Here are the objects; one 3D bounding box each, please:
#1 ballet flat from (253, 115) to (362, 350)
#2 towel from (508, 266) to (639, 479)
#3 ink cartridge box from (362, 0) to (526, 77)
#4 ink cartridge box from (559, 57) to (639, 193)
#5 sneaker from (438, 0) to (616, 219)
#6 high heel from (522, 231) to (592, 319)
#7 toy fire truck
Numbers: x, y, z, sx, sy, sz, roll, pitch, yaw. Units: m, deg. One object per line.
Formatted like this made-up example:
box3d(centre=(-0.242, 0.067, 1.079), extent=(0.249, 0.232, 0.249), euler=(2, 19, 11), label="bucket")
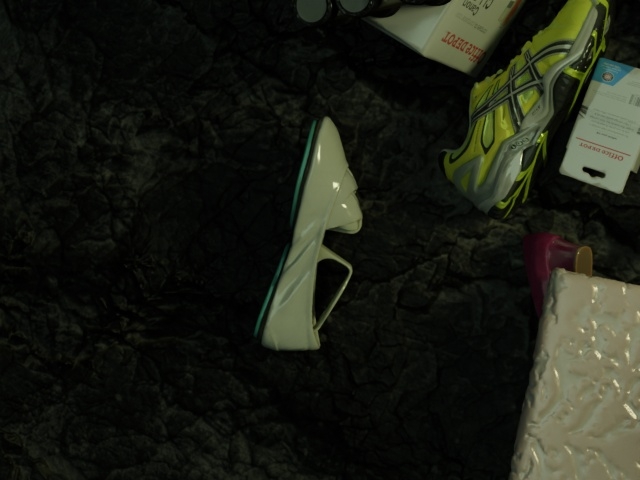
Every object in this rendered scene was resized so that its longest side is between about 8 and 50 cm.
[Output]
box3d(centre=(0.000, 0.000, 1.757), extent=(0.139, 0.139, 0.400), euler=(20, 103, 23), label="ballet flat")
box3d(centre=(0.453, 0.229, 1.523), extent=(0.317, 0.053, 0.331), euler=(11, 89, 8), label="towel")
box3d(centre=(0.234, -0.448, 1.555), extent=(0.160, 0.279, 0.384), euler=(38, 105, 19), label="ink cartridge box")
box3d(centre=(0.434, -0.167, 1.581), extent=(0.104, 0.060, 0.180), euler=(23, 99, 22), label="ink cartridge box")
box3d(centre=(0.306, -0.225, 1.596), extent=(0.147, 0.145, 0.384), euler=(33, 102, 20), label="sneaker")
box3d(centre=(0.344, 0.111, 1.628), extent=(0.117, 0.082, 0.244), euler=(18, 112, 52), label="high heel")
box3d(centre=(0.064, -0.420, 1.414), extent=(0.217, 0.158, 0.246), euler=(-7, 98, 25), label="toy fire truck")
